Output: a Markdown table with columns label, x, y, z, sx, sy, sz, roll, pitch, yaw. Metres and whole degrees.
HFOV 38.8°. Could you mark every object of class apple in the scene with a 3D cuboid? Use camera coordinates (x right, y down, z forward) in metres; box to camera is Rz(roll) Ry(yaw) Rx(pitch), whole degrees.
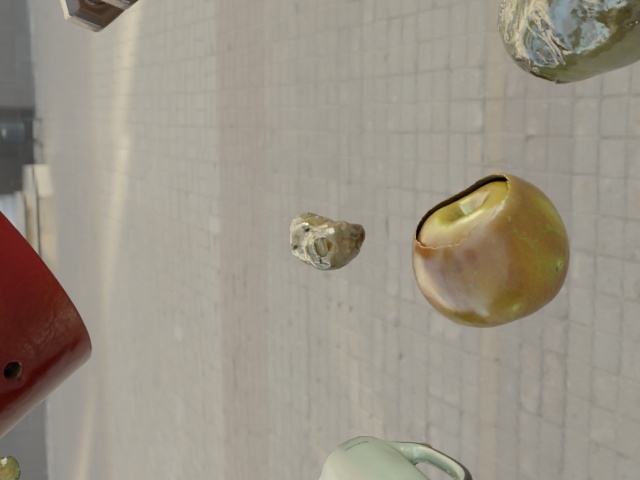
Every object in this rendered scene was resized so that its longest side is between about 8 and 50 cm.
| label | x | y | z | sx | sy | sz | roll | pitch | yaw |
| --- | --- | --- | --- | --- | --- | --- | --- | --- | --- |
| apple | 0.256 | 0.013 | 1.374 | 0.237 | 0.237 | 0.207 | 7 | 119 | 66 |

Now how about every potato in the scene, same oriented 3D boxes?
| label | x | y | z | sx | sy | sz | roll | pitch | yaw |
| --- | --- | --- | --- | --- | --- | --- | --- | --- | --- |
| potato | 0.255 | -0.238 | 0.796 | 0.262 | 0.165 | 0.165 | 145 | 120 | -66 |

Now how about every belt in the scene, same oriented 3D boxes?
| label | x | y | z | sx | sy | sz | roll | pitch | yaw |
| --- | --- | --- | --- | --- | --- | --- | --- | --- | --- |
| belt | -0.302 | 0.025 | 0.656 | 0.324 | 0.115 | 0.227 | 17 | 139 | 44 |

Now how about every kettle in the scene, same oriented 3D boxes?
| label | x | y | z | sx | sy | sz | roll | pitch | yaw |
| --- | --- | --- | --- | --- | --- | --- | --- | --- | --- |
| kettle | 0.128 | 0.417 | 1.463 | 0.255 | 0.240 | 0.165 | -151 | 43 | -69 |

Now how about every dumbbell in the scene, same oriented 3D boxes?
| label | x | y | z | sx | sy | sz | roll | pitch | yaw |
| --- | --- | --- | --- | --- | --- | --- | --- | --- | --- |
| dumbbell | -0.268 | -0.320 | 1.131 | 0.082 | 0.092 | 0.231 | 51 | 164 | -18 |

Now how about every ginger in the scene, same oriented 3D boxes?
| label | x | y | z | sx | sy | sz | roll | pitch | yaw |
| --- | --- | --- | --- | --- | --- | --- | --- | --- | --- |
| ginger | 0.000 | 0.000 | 1.443 | 0.204 | 0.104 | 0.080 | 16 | 126 | 70 |

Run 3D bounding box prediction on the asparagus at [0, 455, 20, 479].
| label | x | y | z | sx | sy | sz | roll | pitch | yaw |
| --- | --- | --- | --- | --- | --- | --- | --- | --- | --- |
| asparagus | -0.255 | 0.206 | 0.603 | 0.248 | 0.025 | 0.024 | -45 | 56 | 35 |
